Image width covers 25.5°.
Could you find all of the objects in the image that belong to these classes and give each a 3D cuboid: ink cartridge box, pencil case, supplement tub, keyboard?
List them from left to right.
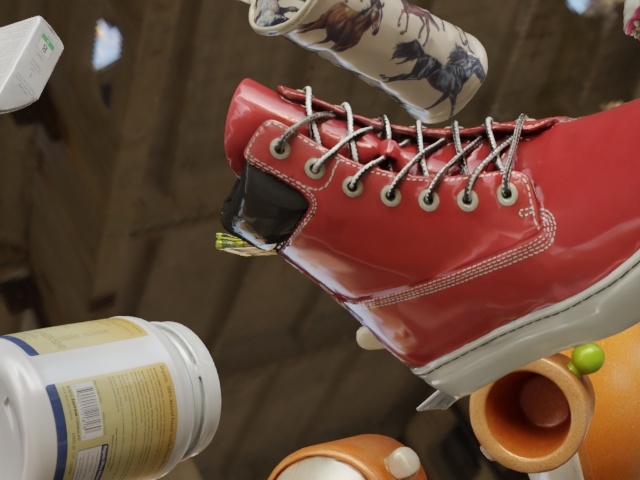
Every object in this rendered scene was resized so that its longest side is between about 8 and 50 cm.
[{"bbox_3d":[-0.382,-0.125,1.467,0.181,0.225,0.056,-10,-44,30],"label":"ink cartridge box"},{"bbox_3d":[-0.309,0.221,1.854,0.316,0.228,0.228,-7,-38,-46],"label":"supplement tub"},{"bbox_3d":[0.076,-0.311,2.145,0.410,0.183,0.160,23,-85,-41],"label":"pencil case"},{"bbox_3d":[0.232,0.149,1.877,0.256,0.014,0.072,-43,-29,22],"label":"keyboard"}]

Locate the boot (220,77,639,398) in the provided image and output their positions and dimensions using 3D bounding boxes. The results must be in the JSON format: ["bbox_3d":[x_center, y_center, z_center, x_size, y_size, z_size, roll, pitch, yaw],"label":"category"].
[{"bbox_3d":[0.057,-0.032,0.599,0.244,0.176,0.088,-38,20,49],"label":"boot"}]

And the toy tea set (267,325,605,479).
[{"bbox_3d":[0.074,0.092,0.849,0.124,0.200,0.336,-16,-63,-64],"label":"toy tea set"}]

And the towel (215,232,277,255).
[{"bbox_3d":[0.000,0.000,1.699,0.237,0.021,0.102,-3,-6,19],"label":"towel"}]

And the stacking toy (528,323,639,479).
[{"bbox_3d":[0.431,0.092,1.539,0.479,0.351,0.350,-15,-29,5],"label":"stacking toy"}]

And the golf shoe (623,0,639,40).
[{"bbox_3d":[0.398,-0.342,1.524,0.115,0.140,0.306,-2,-23,-17],"label":"golf shoe"}]
